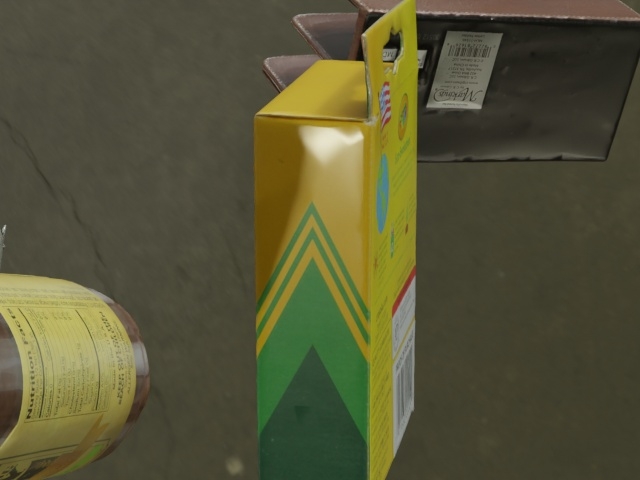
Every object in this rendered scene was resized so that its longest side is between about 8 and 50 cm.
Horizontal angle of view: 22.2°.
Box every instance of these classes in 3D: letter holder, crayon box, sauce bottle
[{"bbox_3d":[0.120,-0.190,1.574,0.302,0.214,0.152,-2,121,-25],"label":"letter holder"},{"bbox_3d":[0.015,0.000,1.118,0.081,0.202,0.318,3,106,11],"label":"crayon box"},{"bbox_3d":[-0.183,0.066,0.753,0.111,0.344,0.111,-1,86,15],"label":"sauce bottle"}]

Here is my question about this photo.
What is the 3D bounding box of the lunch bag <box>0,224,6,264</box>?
[{"bbox_3d":[-0.413,0.062,1.522,0.212,0.305,0.256,-7,149,17],"label":"lunch bag"}]
